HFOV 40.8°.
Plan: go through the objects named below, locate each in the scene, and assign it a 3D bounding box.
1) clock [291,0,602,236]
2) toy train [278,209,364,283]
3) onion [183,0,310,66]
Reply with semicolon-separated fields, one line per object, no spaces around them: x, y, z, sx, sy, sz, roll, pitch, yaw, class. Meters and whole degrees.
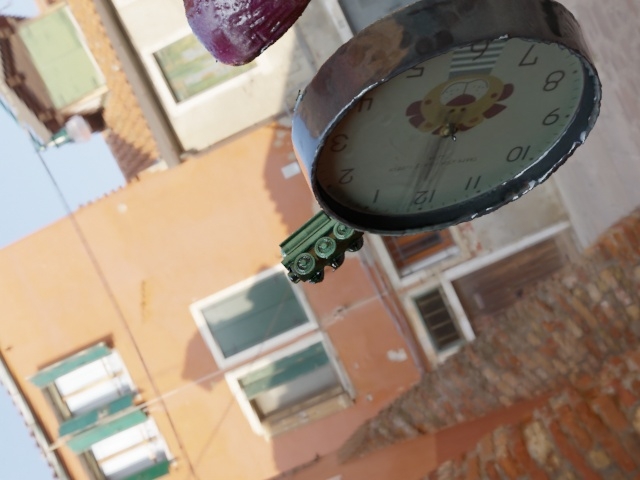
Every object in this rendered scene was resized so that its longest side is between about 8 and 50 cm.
0.126;-0.113;0.857;0.312;0.312;0.061;52;-162;-57;clock
0.000;0.000;1.522;0.111;0.170;0.071;51;-179;33;toy train
-0.111;-0.464;1.475;0.159;0.348;0.267;23;-118;-41;onion
